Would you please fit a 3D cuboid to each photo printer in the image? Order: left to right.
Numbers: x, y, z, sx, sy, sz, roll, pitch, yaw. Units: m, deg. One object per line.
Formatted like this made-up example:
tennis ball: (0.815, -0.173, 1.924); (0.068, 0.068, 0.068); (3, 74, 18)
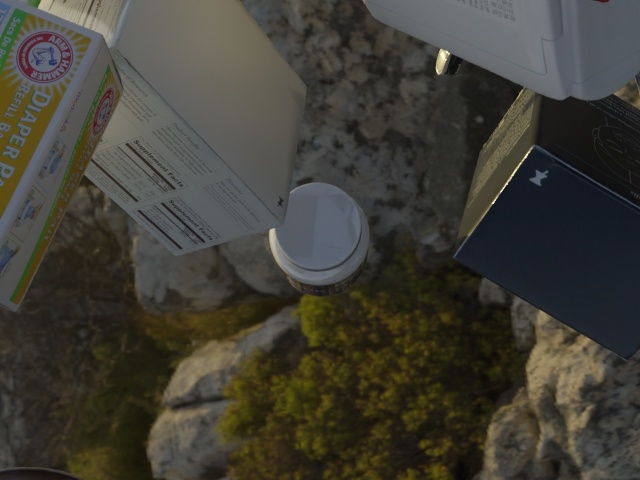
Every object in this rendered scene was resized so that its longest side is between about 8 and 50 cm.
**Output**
photo printer: (0.103, -0.263, 0.659); (0.307, 0.107, 0.256); (41, 155, 50)

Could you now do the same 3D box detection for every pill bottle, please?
pill bottle: (0.000, 0.000, 1.372); (0.153, 0.265, 0.153); (0, 80, 2)

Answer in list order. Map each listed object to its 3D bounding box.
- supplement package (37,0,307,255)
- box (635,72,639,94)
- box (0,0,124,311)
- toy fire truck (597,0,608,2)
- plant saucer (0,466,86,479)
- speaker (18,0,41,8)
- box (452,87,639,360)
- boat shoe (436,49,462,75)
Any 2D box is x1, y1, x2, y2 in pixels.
supplement package: (-0.149, -0.150, 0.891); (0.145, 0.262, 0.204); (-14, 49, 28)
box: (0.427, -0.233, 1.153); (0.027, 0.094, 0.137); (-21, 73, 33)
box: (-0.241, -0.066, 0.652); (0.114, 0.103, 0.203); (21, 76, 1)
toy fire truck: (0.117, -0.219, 0.393); (0.135, 0.047, 0.192); (-111, 31, -55)
plant saucer: (-0.391, 0.415, 1.100); (0.310, 0.310, 0.050); (36, 135, 37)
speaker: (-0.412, -0.284, 1.268); (0.131, 0.131, 0.297); (-36, 36, 35)
box: (0.397, -0.066, 1.334); (0.293, 0.395, 0.212); (31, 122, -1)
boat shoe: (0.234, -0.336, 1.512); (0.046, 0.038, 0.125); (-110, 28, -47)
